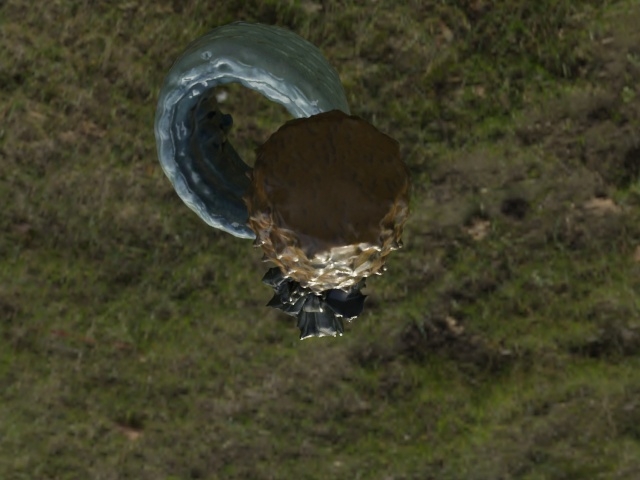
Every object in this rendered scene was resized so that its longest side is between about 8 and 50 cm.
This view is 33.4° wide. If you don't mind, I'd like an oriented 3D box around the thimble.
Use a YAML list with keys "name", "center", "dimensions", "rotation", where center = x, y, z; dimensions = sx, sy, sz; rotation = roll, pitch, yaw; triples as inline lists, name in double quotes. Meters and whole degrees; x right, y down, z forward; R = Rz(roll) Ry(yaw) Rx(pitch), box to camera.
- name: "thimble"
  center: [-0.067, -0.116, 1.181]
  dimensions: [0.205, 0.172, 0.250]
  rotation: [-26, 108, 13]

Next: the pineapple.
- name: "pineapple"
  center: [-0.001, 0.001, 0.842]
  dimensions: [0.128, 0.128, 0.248]
  rotation: [5, 157, -2]
